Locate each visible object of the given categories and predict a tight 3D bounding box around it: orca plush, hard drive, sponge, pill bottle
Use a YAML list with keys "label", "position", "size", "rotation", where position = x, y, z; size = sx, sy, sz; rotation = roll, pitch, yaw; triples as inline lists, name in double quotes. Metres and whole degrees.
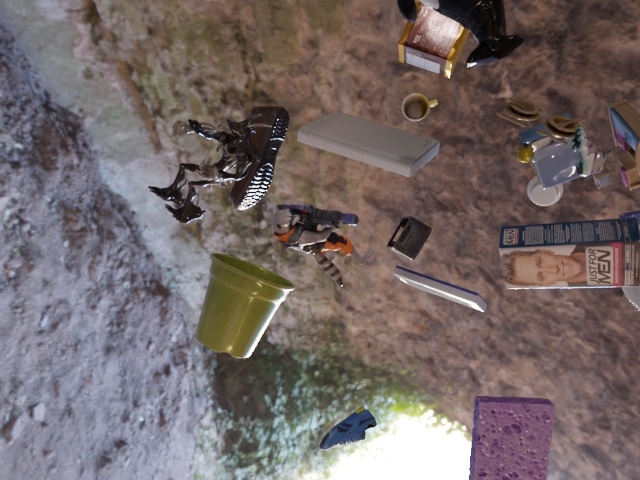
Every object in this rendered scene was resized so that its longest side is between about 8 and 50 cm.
- label: "orca plush"
  position: [0.168, -0.373, 0.716]
  size: [0.102, 0.151, 0.287]
  rotation: [17, 56, -56]
- label: "hard drive"
  position: [0.143, -0.291, 1.473]
  size: [0.233, 0.353, 0.047]
  rotation: [-40, 145, -49]
- label: "sponge"
  position: [0.295, 0.349, 0.790]
  size: [0.031, 0.117, 0.209]
  rotation: [-90, -178, -84]
- label: "hard drive"
  position: [0.453, 0.182, 1.904]
  size: [0.210, 0.319, 0.040]
  rotation: [33, 78, -59]
- label: "pill bottle"
  position: [0.803, -0.198, 1.796]
  size: [0.215, 0.117, 0.117]
  rotation: [-44, 127, -54]

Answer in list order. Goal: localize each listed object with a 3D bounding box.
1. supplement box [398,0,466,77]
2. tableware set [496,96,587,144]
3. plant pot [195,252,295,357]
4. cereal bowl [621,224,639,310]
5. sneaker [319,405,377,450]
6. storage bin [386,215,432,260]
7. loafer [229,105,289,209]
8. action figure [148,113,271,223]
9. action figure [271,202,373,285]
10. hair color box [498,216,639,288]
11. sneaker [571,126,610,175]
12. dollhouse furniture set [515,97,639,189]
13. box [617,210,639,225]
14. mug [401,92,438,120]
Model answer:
- label: "supplement box"
  position: [0.393, -0.699, 1.731]
  size: [0.191, 0.194, 0.129]
  rotation: [-66, 168, -2]
- label: "tableware set"
  position: [0.559, -0.315, 1.264]
  size: [0.194, 0.128, 0.039]
  rotation: [33, -42, 24]
- label: "plant pot"
  position: [-0.248, 0.204, 1.524]
  size: [0.276, 0.276, 0.253]
  rotation: [-152, -96, -85]
- label: "cereal bowl"
  position: [1.047, 0.074, 1.431]
  size: [0.339, 0.141, 0.338]
  rotation: [20, -64, 47]
- label: "sneaker"
  position: [0.092, 0.609, 1.594]
  size: [0.082, 0.209, 0.069]
  rotation: [45, -40, 29]
- label: "storage bin"
  position: [0.294, -0.008, 1.687]
  size: [0.122, 0.084, 0.180]
  rotation: [-60, 179, 1]
- label: "loafer"
  position: [-0.221, -0.278, 1.671]
  size: [0.365, 0.130, 0.134]
  rotation: [-66, 160, 8]
- label: "action figure"
  position: [-0.230, -0.167, 1.039]
  size: [0.164, 0.275, 0.141]
  rotation: [50, 13, 30]
- label: "action figure"
  position: [0.000, 0.000, 1.488]
  size: [0.341, 0.330, 0.178]
  rotation: [9, -107, 55]
- label: "hair color box"
  position: [0.698, 0.043, 1.426]
  size: [0.173, 0.348, 0.105]
  rotation: [65, 34, -35]
- label: "sneaker"
  position: [0.544, -0.180, 1.006]
  size: [0.038, 0.069, 0.098]
  rotation: [-114, -164, -83]
- label: "dollhouse furniture set"
  position: [0.725, -0.185, 1.374]
  size: [0.286, 0.304, 0.198]
  rotation: [54, 26, -33]
- label: "box"
  position: [1.079, -0.038, 1.594]
  size: [0.036, 0.225, 0.136]
  rotation: [-31, 109, -69]
- label: "mug"
  position: [0.229, -0.305, 1.178]
  size: [0.064, 0.078, 0.062]
  rotation: [-30, 136, -78]
